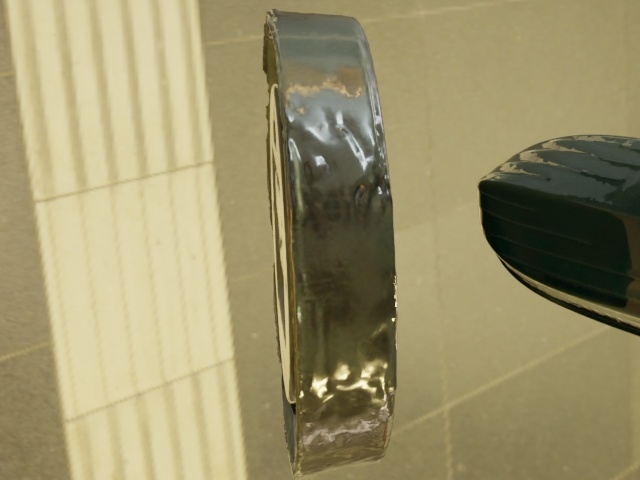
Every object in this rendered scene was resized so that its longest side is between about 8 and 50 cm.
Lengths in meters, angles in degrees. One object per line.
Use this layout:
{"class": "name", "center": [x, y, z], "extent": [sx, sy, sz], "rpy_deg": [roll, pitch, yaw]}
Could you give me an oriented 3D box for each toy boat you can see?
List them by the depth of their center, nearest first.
{"class": "toy boat", "center": [0.158, -0.001, 0.609], "extent": [0.103, 0.246, 0.092], "rpy_deg": [26, 87, -31]}

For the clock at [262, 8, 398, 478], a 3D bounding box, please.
{"class": "clock", "center": [0.000, 0.000, 0.729], "extent": [0.056, 0.280, 0.280], "rpy_deg": [-3, 100, -4]}
